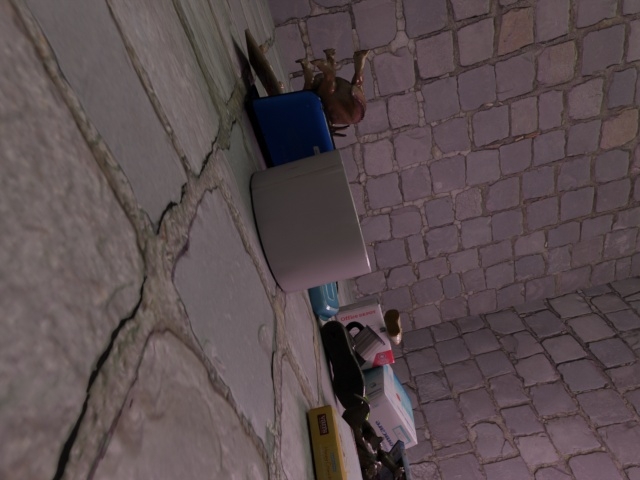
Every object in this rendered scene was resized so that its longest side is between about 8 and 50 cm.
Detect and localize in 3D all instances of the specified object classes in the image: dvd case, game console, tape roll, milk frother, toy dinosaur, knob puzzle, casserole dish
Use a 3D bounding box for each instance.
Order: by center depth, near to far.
[{"bbox_3d":[-0.013,-0.035,0.800,0.246,0.168,0.246,-15,90,-84],"label":"tape roll"},{"bbox_3d":[0.032,-0.292,0.890,0.295,0.127,0.201,37,-36,53],"label":"toy dinosaur"},{"bbox_3d":[0.092,0.465,0.948,0.160,0.121,0.314,21,-35,57],"label":"toy dinosaur"},{"bbox_3d":[-0.050,-0.218,0.977,0.173,0.249,0.293,-59,140,-45],"label":"game console"},{"bbox_3d":[0.166,0.633,0.991,0.181,0.022,0.253,-61,-173,15],"label":"dvd case"},{"bbox_3d":[-0.117,-0.390,1.009,0.213,0.029,0.213,59,-6,9],"label":"knob puzzle"},{"bbox_3d":[0.008,0.121,1.119,0.114,0.036,0.189,32,41,-54],"label":"casserole dish"},{"bbox_3d":[0.110,0.324,1.276,0.129,0.135,0.143,45,0,4],"label":"milk frother"}]

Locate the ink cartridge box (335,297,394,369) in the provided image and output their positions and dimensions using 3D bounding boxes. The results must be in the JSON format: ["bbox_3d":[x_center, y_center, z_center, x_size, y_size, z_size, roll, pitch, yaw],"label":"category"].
[{"bbox_3d":[0.167,0.357,1.588,0.100,0.171,0.238,-66,141,-82],"label":"ink cartridge box"}]

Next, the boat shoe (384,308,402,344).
[{"bbox_3d":[0.278,0.329,1.585,0.170,0.062,0.059,-74,152,-62],"label":"boat shoe"}]

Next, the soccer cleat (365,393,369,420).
[{"bbox_3d":[0.127,0.520,1.348,0.179,0.060,0.072,-102,176,-58],"label":"soccer cleat"}]

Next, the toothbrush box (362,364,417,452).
[{"bbox_3d":[0.235,0.594,1.524,0.217,0.126,0.295,58,12,-3],"label":"toothbrush box"}]

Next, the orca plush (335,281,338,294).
[{"bbox_3d":[0.025,0.064,1.280,0.287,0.102,0.151,-99,172,-48],"label":"orca plush"}]

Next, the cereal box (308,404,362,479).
[{"bbox_3d":[0.037,0.411,0.744,0.240,0.047,0.173,69,8,-54],"label":"cereal box"}]

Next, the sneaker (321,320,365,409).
[{"bbox_3d":[0.070,0.329,1.111,0.130,0.087,0.228,41,28,-69],"label":"sneaker"}]
